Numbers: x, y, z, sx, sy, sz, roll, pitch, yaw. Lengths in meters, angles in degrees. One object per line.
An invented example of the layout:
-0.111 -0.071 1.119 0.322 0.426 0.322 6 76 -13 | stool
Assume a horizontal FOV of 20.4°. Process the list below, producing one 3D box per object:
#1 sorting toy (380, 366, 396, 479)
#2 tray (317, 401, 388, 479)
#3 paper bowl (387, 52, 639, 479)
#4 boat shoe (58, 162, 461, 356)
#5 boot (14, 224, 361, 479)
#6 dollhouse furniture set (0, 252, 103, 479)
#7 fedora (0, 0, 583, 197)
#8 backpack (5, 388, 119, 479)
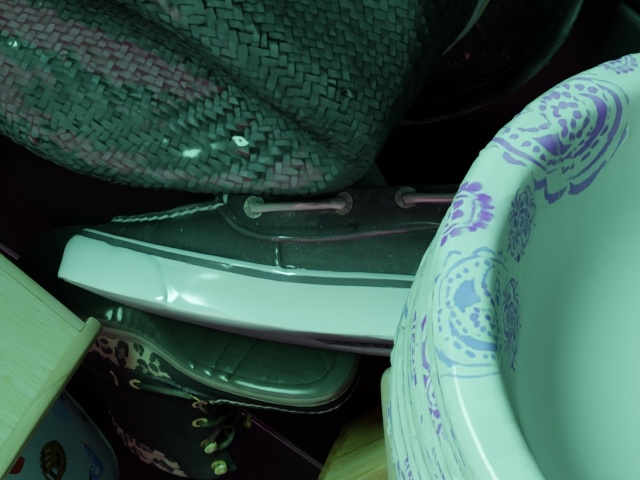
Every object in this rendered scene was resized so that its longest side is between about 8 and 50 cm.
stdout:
0.141 0.148 0.941 0.208 0.038 0.193 -3 114 5 | sorting toy
0.214 0.217 1.085 0.411 0.076 0.203 35 147 -11 | tray
0.166 0.073 0.718 0.284 0.284 0.148 26 148 1 | paper bowl
0.000 0.000 0.905 0.301 0.102 0.108 5 170 34 | boat shoe
-0.062 0.083 1.081 0.236 0.085 0.178 15 148 29 | boot
-0.304 0.094 1.049 0.174 0.303 0.355 41 146 -15 | dollhouse furniture set
-0.064 -0.116 0.726 0.334 0.152 0.334 16 146 11 | fedora
-0.282 0.183 1.207 0.213 0.263 0.276 -8 133 41 | backpack
